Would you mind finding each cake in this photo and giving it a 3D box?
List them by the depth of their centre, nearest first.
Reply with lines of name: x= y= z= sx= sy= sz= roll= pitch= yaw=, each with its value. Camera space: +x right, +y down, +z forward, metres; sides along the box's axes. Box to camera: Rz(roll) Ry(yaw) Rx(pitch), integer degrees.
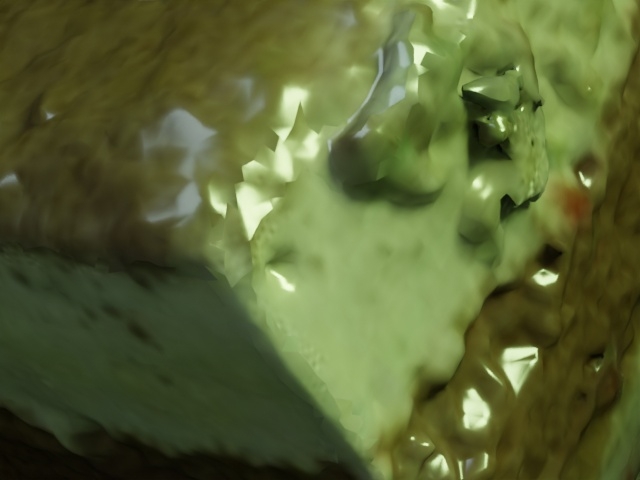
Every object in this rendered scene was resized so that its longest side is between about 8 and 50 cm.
cake: x=0.000 y=0.000 z=0.539 sx=0.282 sy=0.290 sz=0.255 roll=5 pitch=55 yaw=37
